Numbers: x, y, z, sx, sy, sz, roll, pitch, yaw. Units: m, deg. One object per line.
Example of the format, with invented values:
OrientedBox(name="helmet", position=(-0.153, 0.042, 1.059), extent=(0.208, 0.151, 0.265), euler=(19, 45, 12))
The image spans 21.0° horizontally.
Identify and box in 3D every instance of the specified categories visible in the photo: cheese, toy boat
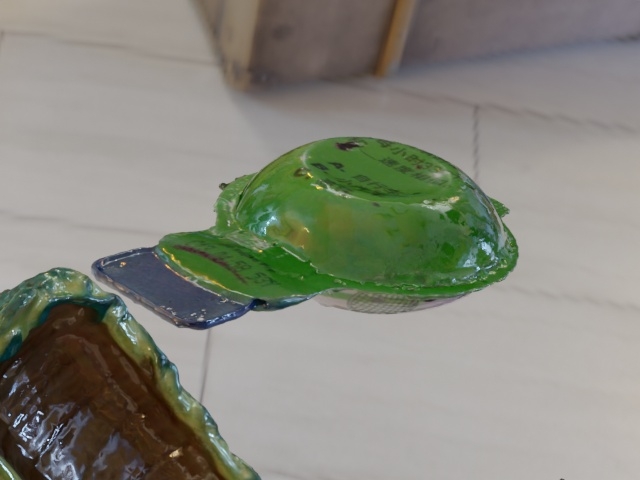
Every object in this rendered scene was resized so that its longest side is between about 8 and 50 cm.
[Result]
OrientedBox(name="cheese", position=(0.000, 0.000, 1.104), extent=(0.204, 0.083, 0.320), euler=(28, 32, 35))
OrientedBox(name="toy boat", position=(-0.073, 0.135, 0.834), extent=(0.293, 0.099, 0.108), euler=(49, 60, -20))

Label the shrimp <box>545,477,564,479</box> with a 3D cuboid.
OrientedBox(name="shrimp", position=(0.130, 0.170, 0.936), extent=(0.029, 0.092, 0.038), euler=(-9, 37, 12))
